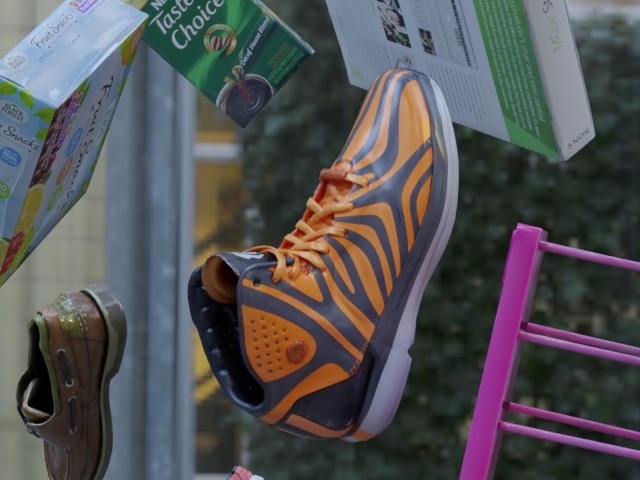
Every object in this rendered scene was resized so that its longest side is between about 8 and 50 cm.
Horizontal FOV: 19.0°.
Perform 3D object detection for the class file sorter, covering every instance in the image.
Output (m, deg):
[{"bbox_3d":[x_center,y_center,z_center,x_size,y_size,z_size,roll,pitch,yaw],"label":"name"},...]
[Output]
[{"bbox_3d":[0.209,0.149,1.460,0.182,0.290,0.202,13,1,8],"label":"file sorter"}]

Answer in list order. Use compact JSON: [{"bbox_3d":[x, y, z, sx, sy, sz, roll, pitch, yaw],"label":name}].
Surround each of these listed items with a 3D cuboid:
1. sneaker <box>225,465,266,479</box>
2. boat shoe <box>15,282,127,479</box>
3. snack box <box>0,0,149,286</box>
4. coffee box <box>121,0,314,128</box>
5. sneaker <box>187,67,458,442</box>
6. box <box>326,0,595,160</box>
[{"bbox_3d":[-0.070,0.336,1.901,0.093,0.225,0.088,18,32,13],"label":"sneaker"},{"bbox_3d":[-0.302,0.179,2.201,0.104,0.307,0.111,-17,44,-32],"label":"boat shoe"},{"bbox_3d":[-0.231,-0.086,1.584,0.070,0.207,0.174,30,37,3],"label":"snack box"},{"bbox_3d":[-0.111,-0.215,1.971,0.184,0.113,0.040,43,11,-6],"label":"coffee box"},{"bbox_3d":[0.000,0.000,1.573,0.180,0.321,0.125,14,-8,-30],"label":"sneaker"},{"bbox_3d":[0.121,-0.223,1.900,0.058,0.232,0.322,-36,38,-24],"label":"box"}]
